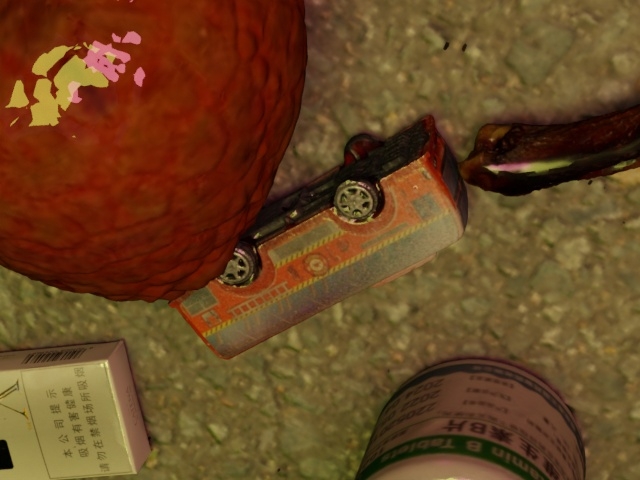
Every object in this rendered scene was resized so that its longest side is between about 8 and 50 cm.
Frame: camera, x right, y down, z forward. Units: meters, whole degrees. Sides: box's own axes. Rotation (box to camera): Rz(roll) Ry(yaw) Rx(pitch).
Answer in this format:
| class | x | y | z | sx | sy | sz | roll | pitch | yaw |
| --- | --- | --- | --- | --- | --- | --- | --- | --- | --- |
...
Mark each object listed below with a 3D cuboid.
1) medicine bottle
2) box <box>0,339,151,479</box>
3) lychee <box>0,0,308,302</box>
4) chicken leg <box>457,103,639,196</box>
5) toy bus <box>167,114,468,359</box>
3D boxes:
| class | x | y | z | sx | sy | sz | roll | pitch | yaw |
| --- | --- | --- | --- | --- | --- | --- | --- | --- | --- |
| medicine bottle | 0.076 | 0.172 | 0.866 | 0.139 | 0.237 | 0.139 | 5 | 111 | 13 |
| box | -0.197 | 0.117 | 1.016 | 0.154 | 0.040 | 0.084 | -7 | 110 | 15 |
| lychee | -0.130 | -0.098 | 0.807 | 0.255 | 0.255 | 0.300 | -22 | 128 | 20 |
| chicken leg | 0.277 | -0.050 | 0.816 | 0.406 | 0.096 | 0.158 | 8 | 132 | 13 |
| toy bus | 0.000 | 0.000 | 0.914 | 0.192 | 0.065 | 0.077 | -28 | 113 | 22 |
